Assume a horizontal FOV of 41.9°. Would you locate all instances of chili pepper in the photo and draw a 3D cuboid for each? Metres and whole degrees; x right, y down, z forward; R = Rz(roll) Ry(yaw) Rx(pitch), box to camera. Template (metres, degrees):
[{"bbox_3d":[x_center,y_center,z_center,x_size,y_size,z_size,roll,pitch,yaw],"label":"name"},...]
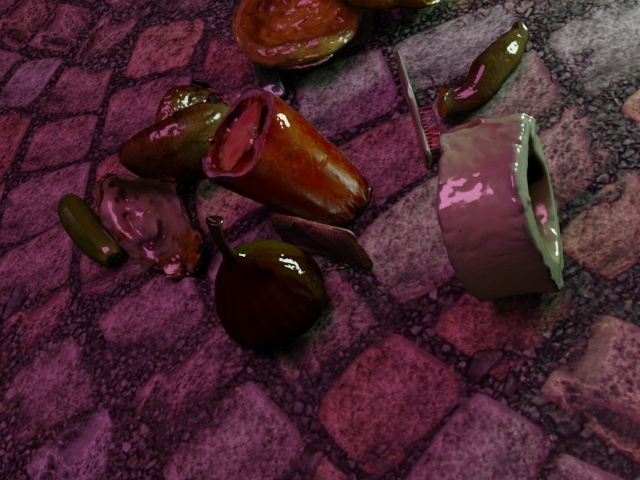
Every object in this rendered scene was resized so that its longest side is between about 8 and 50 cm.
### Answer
[{"bbox_3d":[-0.076,-0.143,1.697,0.251,0.305,0.229,23,78,51],"label":"chili pepper"}]

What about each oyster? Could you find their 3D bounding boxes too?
[{"bbox_3d":[-0.383,-0.038,1.864,0.361,0.096,0.221,9,100,37],"label":"oyster"}]

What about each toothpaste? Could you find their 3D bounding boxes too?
[{"bbox_3d":[-0.144,-0.458,2.094,0.074,0.048,0.297,-22,53,12],"label":"toothpaste"}]

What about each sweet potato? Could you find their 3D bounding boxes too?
[{"bbox_3d":[0.346,-0.361,1.739,0.112,0.085,0.286,26,72,43],"label":"sweet potato"}]

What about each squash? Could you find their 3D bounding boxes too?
[{"bbox_3d":[-0.555,-0.024,1.976,0.082,0.082,0.292,-43,50,-6],"label":"squash"}]

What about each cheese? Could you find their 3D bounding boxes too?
[{"bbox_3d":[0.297,-0.059,1.386,0.153,0.332,0.292,-9,67,21],"label":"cheese"}]

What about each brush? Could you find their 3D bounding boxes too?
[{"bbox_3d":[0.210,-0.289,1.780,0.050,0.060,0.321,-13,52,3],"label":"brush"}]

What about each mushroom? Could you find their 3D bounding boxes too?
[{"bbox_3d":[-0.314,-0.237,1.923,0.283,0.195,0.263,-56,16,-22],"label":"mushroom"}]

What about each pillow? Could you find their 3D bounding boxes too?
[{"bbox_3d":[0.001,0.001,1.633,0.211,0.135,0.034,12,64,36],"label":"pillow"}]

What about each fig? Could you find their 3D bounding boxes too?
[{"bbox_3d":[-0.134,0.059,1.539,0.217,0.321,0.217,-18,48,21],"label":"fig"}]

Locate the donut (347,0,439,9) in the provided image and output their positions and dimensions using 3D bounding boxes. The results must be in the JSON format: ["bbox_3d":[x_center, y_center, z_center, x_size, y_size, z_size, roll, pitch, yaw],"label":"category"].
[{"bbox_3d":[0.142,-0.635,1.941,0.330,0.160,0.330,8,33,-5],"label":"donut"}]

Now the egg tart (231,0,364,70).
[{"bbox_3d":[-0.049,-0.516,2.015,0.341,0.129,0.341,-8,53,11],"label":"egg tart"}]
